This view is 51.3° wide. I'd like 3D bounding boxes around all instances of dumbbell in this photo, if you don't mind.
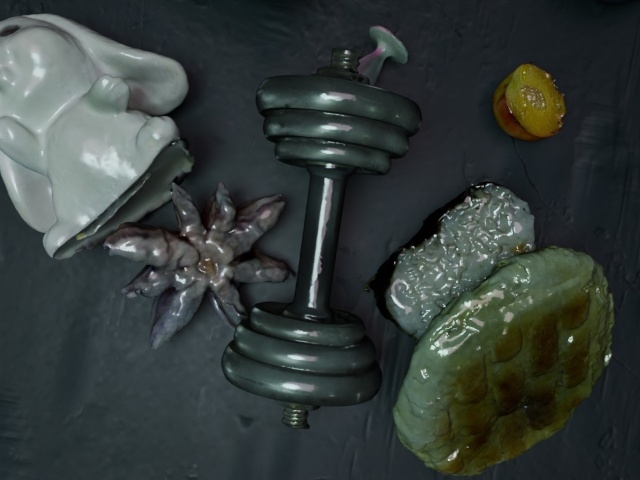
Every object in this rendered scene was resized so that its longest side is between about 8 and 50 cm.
[{"bbox_3d":[0.000,0.000,0.712,0.179,0.179,0.406,8,93,-2],"label":"dumbbell"}]

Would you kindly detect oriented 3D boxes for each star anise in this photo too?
[{"bbox_3d":[-0.140,0.026,0.781,0.236,0.093,0.229,26,89,-33],"label":"star anise"}]

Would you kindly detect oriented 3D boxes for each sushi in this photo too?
[{"bbox_3d":[0.169,0.032,0.805,0.147,0.115,0.212,42,88,4],"label":"sushi"}]

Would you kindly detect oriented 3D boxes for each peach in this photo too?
[{"bbox_3d":[0.259,-0.169,0.845,0.098,0.061,0.098,4,80,-23],"label":"peach"}]

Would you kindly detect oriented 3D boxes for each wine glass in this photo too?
[{"bbox_3d":[0.037,-0.192,0.834,0.073,0.073,0.155,38,85,0],"label":"wine glass"}]

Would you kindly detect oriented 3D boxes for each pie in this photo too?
[{"bbox_3d":[0.217,0.149,0.754,0.306,0.071,0.306,-10,123,-16],"label":"pie"}]

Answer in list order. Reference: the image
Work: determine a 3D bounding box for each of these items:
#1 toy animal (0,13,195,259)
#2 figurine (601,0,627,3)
[{"bbox_3d":[-0.269,-0.138,0.772,0.249,0.174,0.289,-21,89,9],"label":"toy animal"},{"bbox_3d":[0.358,-0.429,0.815,0.175,0.197,0.265,-29,92,33],"label":"figurine"}]
